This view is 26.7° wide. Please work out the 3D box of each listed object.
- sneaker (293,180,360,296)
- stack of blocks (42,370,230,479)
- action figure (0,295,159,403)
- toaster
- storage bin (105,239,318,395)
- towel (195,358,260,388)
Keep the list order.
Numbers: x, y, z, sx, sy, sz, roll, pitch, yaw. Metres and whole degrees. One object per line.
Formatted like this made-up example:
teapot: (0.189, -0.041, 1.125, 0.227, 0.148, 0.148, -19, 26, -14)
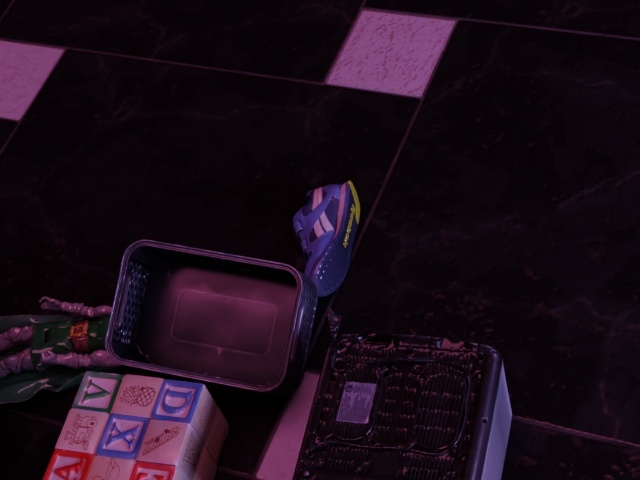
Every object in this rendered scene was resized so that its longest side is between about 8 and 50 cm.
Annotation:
sneaker: (0.000, 0.000, 1.394, 0.059, 0.053, 0.144, 0, 47, 19)
stack of blocks: (-0.212, 0.270, 1.230, 0.171, 0.087, 0.297, 4, 56, 20)
action figure: (-0.270, 0.107, 1.393, 0.232, 0.063, 0.137, -10, 49, 5)
toaster: (0.076, 0.169, 1.204, 0.168, 0.110, 0.186, 3, 56, 18)
storage bin: (-0.103, 0.076, 1.306, 0.180, 0.084, 0.122, 10, 83, 12)
towel: (-0.093, 0.113, 1.362, 0.083, 0.009, 0.060, -24, 52, -1)
